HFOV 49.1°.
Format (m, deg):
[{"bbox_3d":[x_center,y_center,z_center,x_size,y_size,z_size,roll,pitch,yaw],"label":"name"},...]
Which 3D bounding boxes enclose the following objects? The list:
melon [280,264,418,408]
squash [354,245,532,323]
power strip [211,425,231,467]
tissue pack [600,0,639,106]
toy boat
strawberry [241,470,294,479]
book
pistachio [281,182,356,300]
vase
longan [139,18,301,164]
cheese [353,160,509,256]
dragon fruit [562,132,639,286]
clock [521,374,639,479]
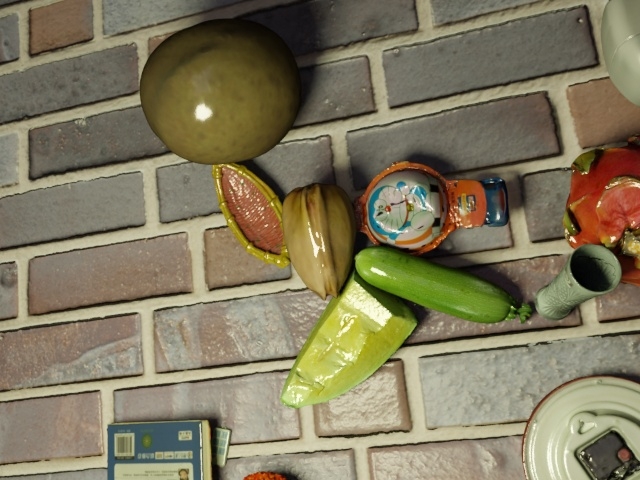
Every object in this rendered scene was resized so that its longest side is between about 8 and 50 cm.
[{"bbox_3d":[0.038,0.225,1.504,0.196,0.124,0.323,43,96,27],"label":"melon"},{"bbox_3d":[0.250,0.098,1.453,0.379,0.101,0.101,19,85,3],"label":"squash"},{"bbox_3d":[-0.228,0.469,1.593,0.040,0.016,0.090,6,81,18],"label":"power strip"},{"bbox_3d":[0.734,-0.394,1.356,0.333,0.229,0.235,-16,73,13],"label":"tissue pack"},{"bbox_3d":[-0.154,-0.061,1.635,0.141,0.099,0.318,-39,74,10],"label":"toy boat"},{"bbox_3d":[-0.139,0.575,1.507,0.236,0.106,0.175,-25,112,14],"label":"strawberry"},{"bbox_3d":[-0.362,0.621,1.559,0.300,0.039,0.427,-10,77,29],"label":"book"},{"bbox_3d":[0.000,0.000,1.519,0.163,0.213,0.260,-5,88,8],"label":"pistachio"},{"bbox_3d":[0.481,0.090,1.341,0.096,0.219,0.096,1,68,-3],"label":"vase"},{"bbox_3d":[-0.219,-0.334,1.575,0.361,0.361,0.360,-3,78,16],"label":"longan"},{"bbox_3d":[0.232,-0.071,1.500,0.330,0.129,0.216,-3,80,16],"label":"cheese"},{"bbox_3d":[0.613,-0.062,1.333,0.306,0.226,0.305,-4,79,19],"label":"dragon fruit"},{"bbox_3d":[0.548,0.417,1.334,0.319,0.080,0.318,-3,79,16],"label":"clock"}]
